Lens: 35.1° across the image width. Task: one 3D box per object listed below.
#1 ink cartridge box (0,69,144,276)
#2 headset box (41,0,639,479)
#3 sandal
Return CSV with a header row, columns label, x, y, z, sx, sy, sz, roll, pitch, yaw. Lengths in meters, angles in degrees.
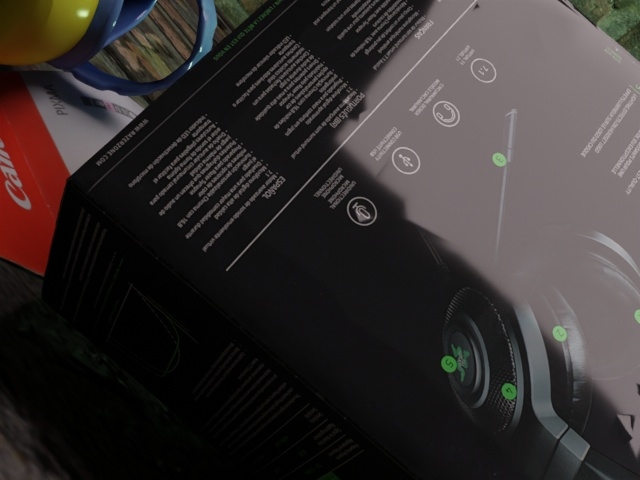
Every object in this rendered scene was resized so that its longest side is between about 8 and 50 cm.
label,x,y,z,sx,sy,sz,roll,pitch,yaw
ink cartridge box,-0.126,-0.036,0.590,0.189,0.066,0.232,56,5,32
headset box,0.063,0.014,0.474,0.283,0.246,0.131,40,-30,1
sandal,-0.162,-0.179,0.651,0.138,0.126,0.317,20,25,-36
